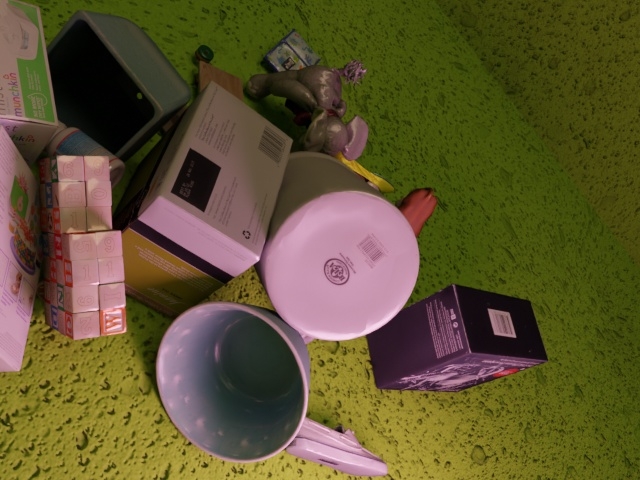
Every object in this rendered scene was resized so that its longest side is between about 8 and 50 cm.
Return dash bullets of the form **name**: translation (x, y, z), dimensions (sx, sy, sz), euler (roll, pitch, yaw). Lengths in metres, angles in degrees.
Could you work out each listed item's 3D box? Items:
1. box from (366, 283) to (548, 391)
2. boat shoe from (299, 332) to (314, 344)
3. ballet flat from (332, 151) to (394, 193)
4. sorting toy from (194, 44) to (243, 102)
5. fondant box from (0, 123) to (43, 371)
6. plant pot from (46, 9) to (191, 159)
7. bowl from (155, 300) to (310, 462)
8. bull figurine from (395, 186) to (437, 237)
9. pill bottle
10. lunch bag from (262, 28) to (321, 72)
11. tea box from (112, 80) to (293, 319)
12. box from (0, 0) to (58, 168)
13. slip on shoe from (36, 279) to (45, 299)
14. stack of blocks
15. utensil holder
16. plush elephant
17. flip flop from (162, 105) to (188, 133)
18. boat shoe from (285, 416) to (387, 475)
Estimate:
- **box**: translation (0.354, 0.271, 1.674), dimensions (0.343, 0.312, 0.178), euler (13, 57, -38)
- **boat shoe**: translation (0.020, 0.166, 1.582), dimensions (0.118, 0.103, 0.320), euler (23, 28, 27)
- **ballet flat**: translation (0.120, -0.186, 1.928), dimensions (0.231, 0.077, 0.077), euler (34, 67, -21)
- **sorting toy**: translation (-0.269, -0.379, 1.674), dimensions (0.132, 0.046, 0.274), euler (16, 55, -38)
- **fondant box**: translation (-0.538, 0.016, 1.016), dimensions (0.096, 0.238, 0.330), euler (-1, 60, -1)
- **plant pot**: translation (-0.420, -0.315, 1.350), dimensions (0.247, 0.248, 0.252), euler (52, 27, -6)
- **bowl**: translation (-0.144, 0.249, 1.245), dimensions (0.311, 0.312, 0.163), euler (58, 22, 1)
- **bull figurine**: translation (0.211, -0.024, 1.789), dimensions (0.101, 0.310, 0.188), euler (42, 7, -6)
- **pill bottle**: translation (-0.468, -0.162, 1.237), dimensions (0.160, 0.087, 0.087), euler (37, 42, 2)
- **lunch bag**: translation (-0.091, -0.542, 1.924), dimensions (0.129, 0.096, 0.151), euler (47, 56, -16)
- **tea box**: translation (-0.258, -0.073, 1.280), dimensions (0.220, 0.323, 0.329), euler (34, 46, -24)
- **box**: translation (-0.589, -0.265, 1.148), dimensions (0.127, 0.231, 0.261), euler (2, 63, -43)
- **slip on shoe**: translation (-0.464, 0.088, 1.196), dimensions (0.135, 0.051, 0.041), euler (-1, 26, -36)
- **stack of blocks**: translation (-0.410, 0.005, 1.090), dimensions (0.087, 0.171, 0.297), euler (-4, 95, -37)
- **utensil holder**: translation (0.000, 0.000, 1.364), dimensions (0.328, 0.327, 0.385), euler (39, 5, -20)
- **plush elephant**: translation (-0.010, -0.331, 1.755), dimensions (0.272, 0.330, 0.255), euler (13, 75, -48)
- **flip flop**: translation (-0.274, -0.227, 1.486), dimensions (0.277, 0.112, 0.080), euler (44, -5, 8)
- **boat shoe**: translation (0.042, 0.459, 1.422), dimensions (0.268, 0.096, 0.088), euler (24, 55, -22)
